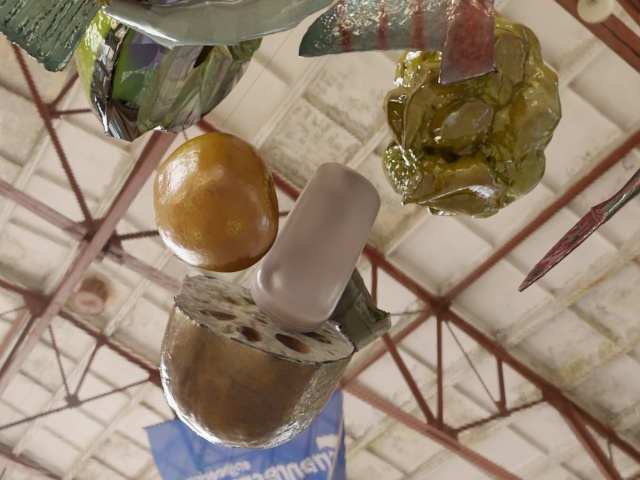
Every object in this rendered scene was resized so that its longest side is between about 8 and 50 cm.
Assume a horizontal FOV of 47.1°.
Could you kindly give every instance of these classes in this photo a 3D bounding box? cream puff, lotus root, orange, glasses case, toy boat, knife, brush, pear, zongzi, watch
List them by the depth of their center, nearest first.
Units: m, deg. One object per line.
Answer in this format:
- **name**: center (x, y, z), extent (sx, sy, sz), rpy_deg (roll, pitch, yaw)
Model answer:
- **brush**: center (-0.106, -0.182, 0.353), extent (0.082, 0.218, 0.010), rpy_deg (36, -30, -24)
- **watch**: center (-0.095, -0.301, 0.714), extent (0.241, 0.162, 0.253), rpy_deg (29, -79, -28)
- **knife**: center (0.284, -0.033, 0.730), extent (0.247, 0.035, 0.018), rpy_deg (-41, -75, -3)
- **orange**: center (-0.117, -0.040, 0.818), extent (0.136, 0.159, 0.159), rpy_deg (-13, -54, 6)
- **lotus root**: center (-0.101, 0.166, 0.952), extent (0.272, 0.272, 0.192), rpy_deg (24, -76, -11)
- **glasses case**: center (0.000, 0.000, 1.002), extent (0.113, 0.297, 0.075), rpy_deg (33, -45, -5)
- **pear**: center (-0.213, -0.333, 1.029), extent (0.165, 0.399, 0.399), rpy_deg (39, -53, 8)
- **toy boat**: center (0.108, -0.313, 1.048), extent (0.282, 0.206, 0.096), rpy_deg (-2, -10, 11)
- **zongzi**: center (-0.035, 0.103, 1.139), extent (0.221, 0.242, 0.112), rpy_deg (63, -26, -4)
- **cream puff**: center (0.206, -0.195, 1.179), extent (0.257, 0.291, 0.325), rpy_deg (-21, -45, -31)
